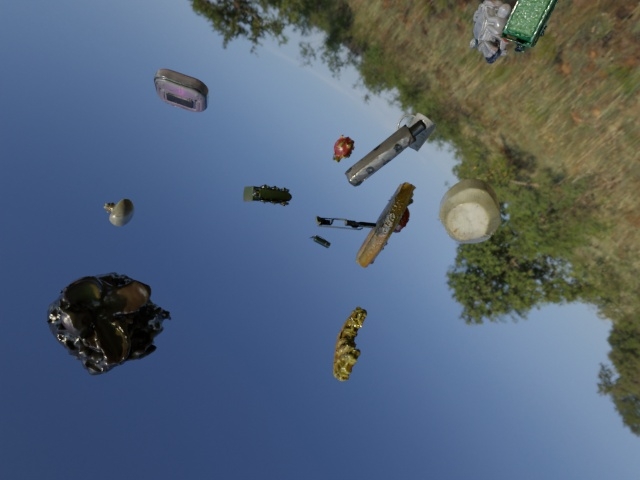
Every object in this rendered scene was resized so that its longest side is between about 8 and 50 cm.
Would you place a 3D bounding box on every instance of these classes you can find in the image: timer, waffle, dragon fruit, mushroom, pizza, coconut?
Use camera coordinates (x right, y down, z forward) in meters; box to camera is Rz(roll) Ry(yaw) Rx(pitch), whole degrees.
[{"bbox_3d":[-0.553,-0.593,1.605,0.208,0.191,0.069,13,-105,-12],"label":"timer"},{"bbox_3d":[0.072,0.268,1.047,0.051,0.149,0.194,22,-155,-1],"label":"waffle"},{"bbox_3d":[0.091,-0.374,1.654,0.081,0.116,0.086,28,-166,-46],"label":"dragon fruit"},{"bbox_3d":[-0.582,-0.087,1.155,0.079,0.085,0.085,27,-154,-4],"label":"mushroom"},{"bbox_3d":[0.327,-0.094,1.829,0.130,0.440,0.406,32,-153,6],"label":"pizza"},{"bbox_3d":[0.609,-0.119,1.635,0.245,0.245,0.247,43,-146,-1],"label":"coconut"}]

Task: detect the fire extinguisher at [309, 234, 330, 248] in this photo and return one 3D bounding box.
[{"bbox_3d":[0.000,0.000,1.547,0.083,0.038,0.025,27,-140,-18],"label":"fire extinguisher"}]

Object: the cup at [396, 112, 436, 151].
[{"bbox_3d":[0.390,-0.453,1.654,0.135,0.133,0.099,21,-157,-42],"label":"cup"}]

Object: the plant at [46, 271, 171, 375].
[{"bbox_3d":[-0.410,0.151,0.779,0.178,0.233,0.204,-39,-70,-42],"label":"plant"}]

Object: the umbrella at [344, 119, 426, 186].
[{"bbox_3d":[0.234,-0.317,1.456,0.067,0.337,0.073,13,-135,-58],"label":"umbrella"}]

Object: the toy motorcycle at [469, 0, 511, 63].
[{"bbox_3d":[0.645,-0.806,1.502,0.109,0.171,0.261,0,-111,-15],"label":"toy motorcycle"}]

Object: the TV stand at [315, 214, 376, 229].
[{"bbox_3d":[0.102,-0.068,1.608,0.248,0.036,0.042,5,-103,-13],"label":"TV stand"}]

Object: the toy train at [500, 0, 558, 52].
[{"bbox_3d":[0.653,-0.716,1.217,0.115,0.270,0.154,35,-144,24],"label":"toy train"}]

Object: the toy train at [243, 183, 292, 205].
[{"bbox_3d":[-0.249,-0.216,1.929,0.137,0.090,0.225,4,-179,45],"label":"toy train"}]
